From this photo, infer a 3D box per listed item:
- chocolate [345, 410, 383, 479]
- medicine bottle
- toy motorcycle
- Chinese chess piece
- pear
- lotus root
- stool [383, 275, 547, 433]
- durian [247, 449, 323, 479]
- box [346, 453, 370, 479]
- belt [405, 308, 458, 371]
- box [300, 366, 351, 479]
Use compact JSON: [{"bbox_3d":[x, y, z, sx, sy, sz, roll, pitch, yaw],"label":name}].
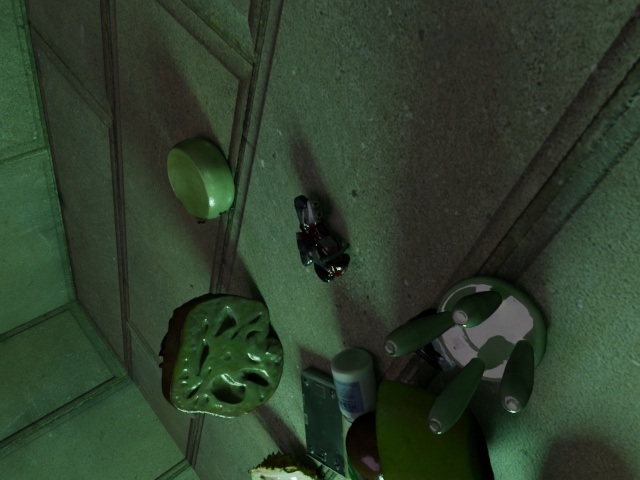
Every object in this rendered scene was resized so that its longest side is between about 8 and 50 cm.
[{"bbox_3d":[0.143,0.487,1.309,0.177,0.177,0.176,32,136,36],"label":"chocolate"},{"bbox_3d":[0.089,0.366,1.384,0.103,0.103,0.186,17,126,46],"label":"medicine bottle"},{"bbox_3d":[-0.001,0.000,1.257,0.122,0.082,0.213,3,117,53],"label":"toy motorcycle"},{"bbox_3d":[-0.331,-0.167,1.565,0.238,0.092,0.237,31,135,36],"label":"Chinese chess piece"},{"bbox_3d":[0.242,0.451,1.095,0.165,0.399,0.398,-18,102,16],"label":"pear"},{"bbox_3d":[-0.289,0.339,1.641,0.111,0.375,0.390,8,132,55],"label":"lotus root"},{"bbox_3d":[0.242,0.175,0.924,0.195,0.199,0.195,-34,82,40],"label":"stool"},{"bbox_3d":[-0.064,0.826,1.888,0.196,0.185,0.305,-32,91,37],"label":"durian"},{"bbox_3d":[0.162,0.584,1.365,0.199,0.135,0.081,-132,31,-57],"label":"box"},{"bbox_3d":[0.233,0.193,1.113,0.140,0.058,0.105,38,133,35],"label":"belt"},{"bbox_3d":[0.019,0.504,1.576,0.211,0.045,0.270,11,109,49],"label":"box"}]
